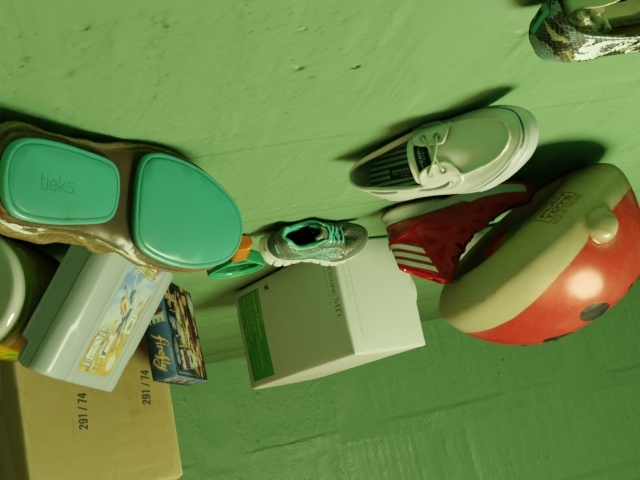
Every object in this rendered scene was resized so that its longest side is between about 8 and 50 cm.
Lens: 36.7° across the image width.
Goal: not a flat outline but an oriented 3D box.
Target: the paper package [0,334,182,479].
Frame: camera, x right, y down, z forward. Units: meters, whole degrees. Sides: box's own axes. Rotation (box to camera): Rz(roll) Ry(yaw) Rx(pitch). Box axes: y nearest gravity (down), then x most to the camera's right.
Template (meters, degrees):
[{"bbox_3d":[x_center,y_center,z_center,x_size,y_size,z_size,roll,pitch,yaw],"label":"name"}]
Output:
[{"bbox_3d":[-0.411,0.279,1.628,0.309,0.325,0.168,0,163,-46],"label":"paper package"}]

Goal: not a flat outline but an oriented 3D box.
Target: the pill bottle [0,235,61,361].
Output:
[{"bbox_3d":[-0.363,0.071,1.116,0.136,0.136,0.246,-13,169,5],"label":"pill bottle"}]

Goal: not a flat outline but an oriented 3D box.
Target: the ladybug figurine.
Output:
[{"bbox_3d":[0.327,0.037,1.394,0.305,0.162,0.449,-45,179,-11],"label":"ladybug figurine"}]

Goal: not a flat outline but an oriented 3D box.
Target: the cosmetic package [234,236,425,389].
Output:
[{"bbox_3d":[0.006,0.135,1.710,0.155,0.197,0.365,-4,165,-32],"label":"cosmetic package"}]

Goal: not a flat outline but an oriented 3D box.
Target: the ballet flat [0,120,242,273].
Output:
[{"bbox_3d":[-0.208,-0.035,0.872,0.124,0.116,0.342,5,178,29],"label":"ballet flat"}]

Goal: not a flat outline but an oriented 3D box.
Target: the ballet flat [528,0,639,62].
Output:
[{"bbox_3d":[0.256,-0.180,0.742,0.188,0.070,0.070,-15,169,-6],"label":"ballet flat"}]

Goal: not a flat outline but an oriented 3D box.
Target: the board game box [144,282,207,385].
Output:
[{"bbox_3d":[-0.246,0.157,1.616,0.042,0.165,0.243,-13,170,2],"label":"board game box"}]

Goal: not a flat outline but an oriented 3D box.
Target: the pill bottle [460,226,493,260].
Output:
[{"bbox_3d":[0.320,0.042,1.751,0.131,0.131,0.229,-18,168,28],"label":"pill bottle"}]

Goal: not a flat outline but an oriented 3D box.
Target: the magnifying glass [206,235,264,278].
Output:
[{"bbox_3d":[-0.126,0.028,1.464,0.092,0.026,0.231,-10,168,-10],"label":"magnifying glass"}]

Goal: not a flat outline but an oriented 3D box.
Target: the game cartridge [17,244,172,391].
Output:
[{"bbox_3d":[-0.254,0.077,1.150,0.062,0.198,0.297,29,171,8],"label":"game cartridge"}]

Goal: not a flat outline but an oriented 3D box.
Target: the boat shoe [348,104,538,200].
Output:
[{"bbox_3d":[0.123,-0.082,1.021,0.075,0.083,0.226,-4,167,-41],"label":"boat shoe"}]

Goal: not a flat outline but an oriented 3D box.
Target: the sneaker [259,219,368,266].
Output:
[{"bbox_3d":[0.000,0.000,1.373,0.166,0.065,0.076,-9,165,-25],"label":"sneaker"}]

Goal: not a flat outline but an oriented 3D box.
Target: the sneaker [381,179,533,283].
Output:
[{"bbox_3d":[0.208,-0.005,1.393,0.221,0.128,0.087,-14,169,9],"label":"sneaker"}]
